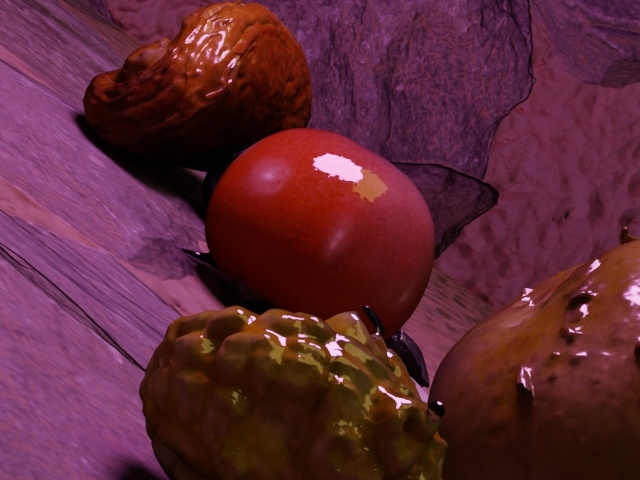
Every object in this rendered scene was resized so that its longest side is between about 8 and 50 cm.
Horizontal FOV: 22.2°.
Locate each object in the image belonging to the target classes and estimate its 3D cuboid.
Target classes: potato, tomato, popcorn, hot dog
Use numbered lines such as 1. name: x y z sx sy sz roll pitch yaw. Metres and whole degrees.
1. potato: 0.257 0.153 1.444 0.319 0.385 0.442 19 8 16
2. tomato: 0.000 0.000 1.780 0.256 0.224 0.256 33 -2 1
3. popcorn: -0.014 0.121 1.073 0.218 0.169 0.189 41 6 -7
4. hot dog: -0.152 -0.191 2.156 0.174 0.267 0.387 69 17 12

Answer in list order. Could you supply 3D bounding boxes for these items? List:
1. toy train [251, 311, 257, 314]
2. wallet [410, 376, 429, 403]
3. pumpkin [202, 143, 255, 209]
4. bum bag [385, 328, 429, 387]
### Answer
1. toy train: -0.015 0.131 1.415 0.188 0.072 0.099 34 9 -31
2. wallet: 0.056 0.140 1.891 0.183 0.032 0.124 41 8 39
3. pumpkin: -0.057 -0.045 2.099 0.202 0.140 0.202 23 3 -1
4. bum bag: 0.089 0.131 2.058 0.087 0.049 0.197 52 -2 -21
